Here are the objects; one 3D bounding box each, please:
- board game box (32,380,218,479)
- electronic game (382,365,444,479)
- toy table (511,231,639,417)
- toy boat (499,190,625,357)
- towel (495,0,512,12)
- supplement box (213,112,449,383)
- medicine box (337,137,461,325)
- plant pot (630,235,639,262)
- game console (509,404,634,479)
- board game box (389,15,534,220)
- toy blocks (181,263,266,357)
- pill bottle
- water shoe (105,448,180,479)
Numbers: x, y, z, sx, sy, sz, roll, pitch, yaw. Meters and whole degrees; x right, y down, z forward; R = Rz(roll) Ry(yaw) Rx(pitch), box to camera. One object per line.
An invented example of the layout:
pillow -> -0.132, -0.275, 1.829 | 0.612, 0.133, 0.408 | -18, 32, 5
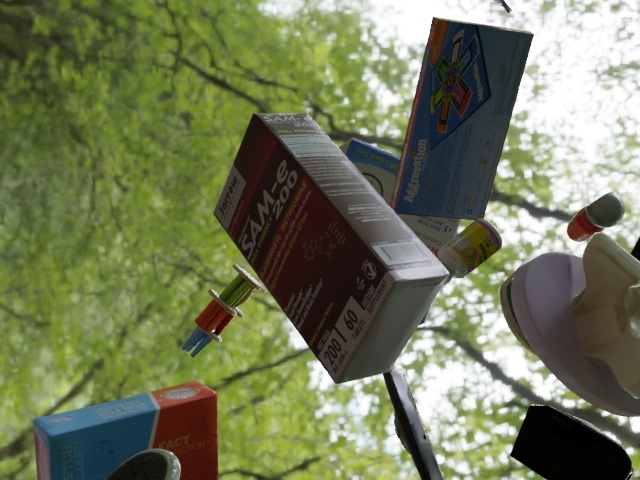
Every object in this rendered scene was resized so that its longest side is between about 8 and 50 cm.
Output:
board game box -> -0.256, 0.371, 1.207 | 0.064, 0.242, 0.317 | 17, -69, 52
electronic game -> 0.143, 0.302, 1.410 | 0.229, 0.048, 0.229 | -21, 90, -87
toy table -> 0.392, 0.101, 1.113 | 0.161, 0.274, 0.252 | -37, -152, 59
toy boat -> 0.456, 0.069, 1.549 | 0.148, 0.267, 0.318 | 119, -11, -67
towel -> 0.246, -0.365, 1.296 | 0.009, 0.083, 0.060 | -49, -123, 12
supplement box -> 0.000, 0.000, 0.830 | 0.239, 0.073, 0.130 | 51, -50, 34
medicine box -> 0.112, -0.012, 1.736 | 0.149, 0.263, 0.289 | 161, -51, -76
plant pot -> 0.550, 0.061, 1.281 | 0.167, 0.187, 0.188 | -54, -157, 42
game console -> 0.431, 0.497, 1.651 | 0.213, 0.044, 0.361 | 29, -70, 37
board game box -> 0.195, -0.165, 1.251 | 0.027, 0.145, 0.281 | -119, -144, -61
toy blocks -> -0.150, 0.108, 1.286 | 0.054, 0.148, 0.123 | 42, -3, 7
pill bottle -> 0.162, 0.014, 1.000 | 0.043, 0.083, 0.043 | 48, -16, 19
water shoe -> -0.172, 0.282, 0.779 | 0.073, 0.080, 0.203 | 17, -105, 38
